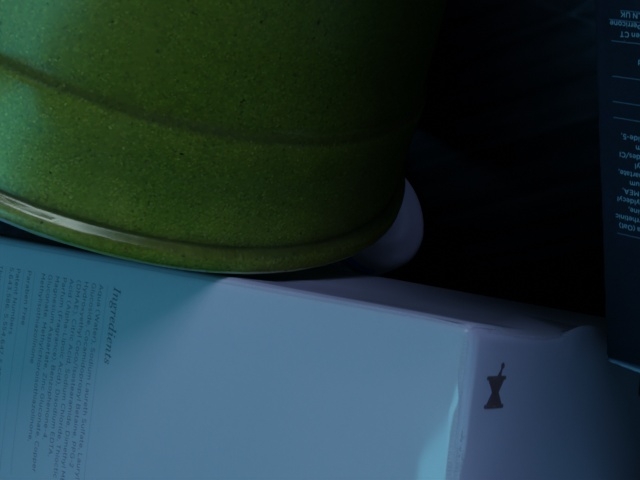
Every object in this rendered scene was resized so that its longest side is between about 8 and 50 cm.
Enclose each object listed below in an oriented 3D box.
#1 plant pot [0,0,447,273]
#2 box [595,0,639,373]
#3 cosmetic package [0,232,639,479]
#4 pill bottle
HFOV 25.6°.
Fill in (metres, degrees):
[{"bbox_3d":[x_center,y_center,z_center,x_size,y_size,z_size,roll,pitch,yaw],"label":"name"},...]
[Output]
[{"bbox_3d":[-0.065,-0.231,0.748,0.366,0.366,0.353,38,122,27],"label":"plant pot"},{"bbox_3d":[0.216,-0.046,0.664,0.108,0.153,0.207,15,119,41],"label":"box"},{"bbox_3d":[-0.022,0.092,0.805,0.385,0.217,0.156,11,94,40],"label":"cosmetic package"},{"bbox_3d":[0.000,0.000,0.970,0.137,0.078,0.078,-25,91,49],"label":"pill bottle"}]
